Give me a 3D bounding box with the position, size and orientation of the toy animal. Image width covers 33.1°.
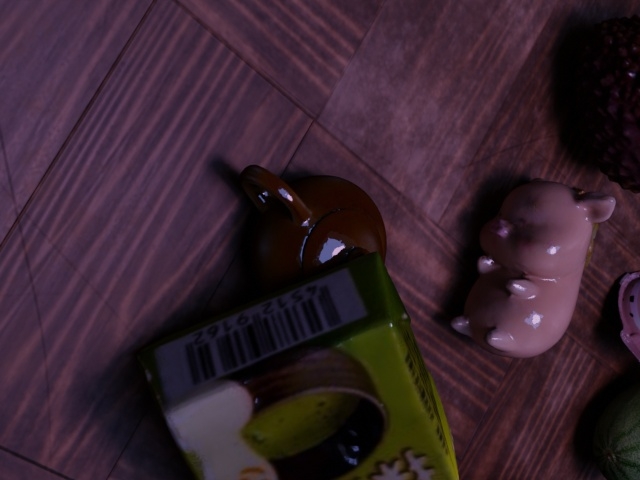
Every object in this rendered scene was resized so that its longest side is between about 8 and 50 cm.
[{"bbox_3d":[0.283,0.038,1.446,0.154,0.166,0.250,17,95,-46],"label":"toy animal"}]

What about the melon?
[{"bbox_3d":[0.546,0.293,1.673,0.287,0.182,0.182,-22,111,-32],"label":"melon"}]

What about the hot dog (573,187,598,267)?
[{"bbox_3d":[0.363,0.005,1.557,0.078,0.061,0.169,17,89,-36],"label":"hot dog"}]

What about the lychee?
[{"bbox_3d":[0.465,-0.197,1.499,0.271,0.271,0.272,-8,103,-35],"label":"lychee"}]

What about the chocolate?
[{"bbox_3d":[-0.013,0.205,1.205,0.300,0.137,0.289,-22,117,2],"label":"chocolate"}]

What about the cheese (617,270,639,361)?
[{"bbox_3d":[0.557,0.114,1.694,0.286,0.074,0.189,-28,80,-40],"label":"cheese"}]

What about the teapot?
[{"bbox_3d":[0.000,0.000,1.247,0.252,0.135,0.178,48,67,-33],"label":"teapot"}]
